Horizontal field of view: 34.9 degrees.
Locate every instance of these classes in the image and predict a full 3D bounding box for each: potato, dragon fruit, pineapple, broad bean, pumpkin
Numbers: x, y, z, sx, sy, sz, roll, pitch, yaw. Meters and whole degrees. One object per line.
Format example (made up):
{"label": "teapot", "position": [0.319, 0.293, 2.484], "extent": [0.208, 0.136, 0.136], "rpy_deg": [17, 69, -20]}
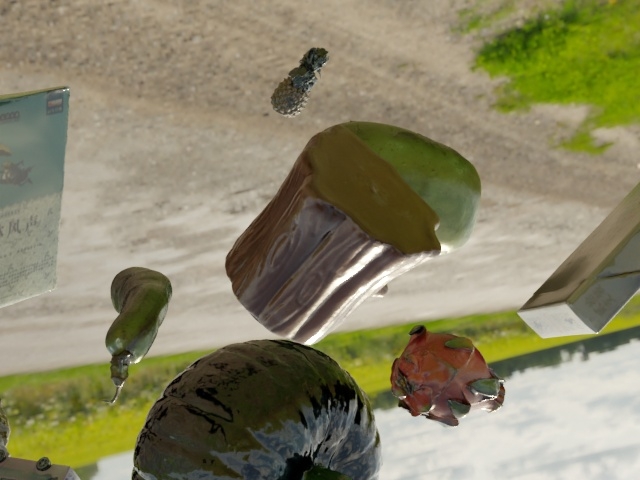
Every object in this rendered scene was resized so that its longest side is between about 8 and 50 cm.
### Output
{"label": "potato", "position": [0.107, -0.078, 1.614], "extent": [0.304, 0.216, 0.216], "rpy_deg": [4, 164, -22]}
{"label": "dragon fruit", "position": [0.117, 0.125, 0.909], "extent": [0.116, 0.081, 0.086], "rpy_deg": [14, 140, -13]}
{"label": "pineapple", "position": [-0.035, -0.312, 1.975], "extent": [0.074, 0.074, 0.159], "rpy_deg": [-6, 145, -41]}
{"label": "broad bean", "position": [-0.143, 0.054, 0.780], "extent": [0.069, 0.039, 0.227], "rpy_deg": [-51, -167, 6]}
{"label": "pumpkin", "position": [-0.033, 0.217, 0.917], "extent": [0.248, 0.248, 0.248], "rpy_deg": [-14, 171, -2]}

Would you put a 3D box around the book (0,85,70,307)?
{"label": "book", "position": [-0.516, -0.055, 1.634], "extent": [0.031, 0.379, 0.264], "rpy_deg": [22, -154, 26]}

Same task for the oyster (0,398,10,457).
{"label": "oyster", "position": [-0.517, 0.157, 1.310], "extent": [0.198, 0.337, 0.133], "rpy_deg": [15, -121, 49]}

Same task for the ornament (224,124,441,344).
{"label": "ornament", "position": [0.000, 0.000, 1.311], "extent": [0.235, 0.221, 0.217], "rpy_deg": [5, 137, -47]}

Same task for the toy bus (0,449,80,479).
{"label": "toy bus", "position": [-0.331, 0.264, 1.117], "extent": [0.130, 0.052, 0.037], "rpy_deg": [4, 138, 21]}

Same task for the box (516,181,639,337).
{"label": "box", "position": [0.371, -0.040, 1.094], "extent": [0.365, 0.051, 0.204], "rpy_deg": [-45, 178, -7]}
